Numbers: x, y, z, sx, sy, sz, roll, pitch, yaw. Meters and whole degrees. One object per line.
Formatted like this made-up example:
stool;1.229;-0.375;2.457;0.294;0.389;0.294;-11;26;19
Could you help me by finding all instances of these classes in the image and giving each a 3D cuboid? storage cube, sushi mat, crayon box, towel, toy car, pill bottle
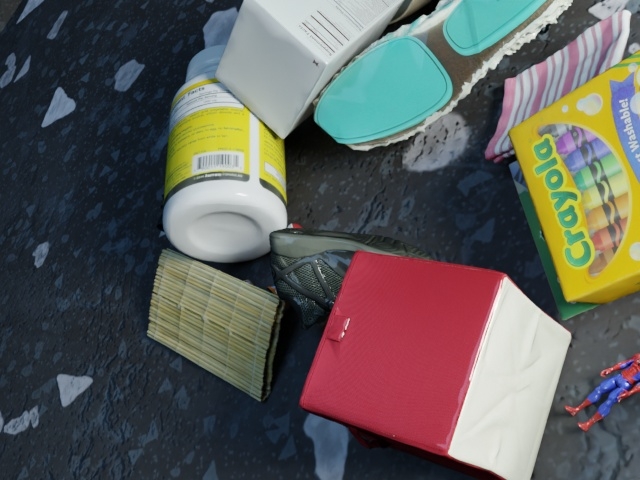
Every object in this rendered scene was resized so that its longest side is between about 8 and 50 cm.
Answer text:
storage cube;0.128;0.136;0.860;0.193;0.184;0.215;9;71;43
sushi mat;-0.169;0.119;1.214;0.316;0.019;0.151;18;100;46
crayon box;0.321;-0.068;0.781;0.323;0.083;0.203;-33;62;41
towel;0.285;-0.185;0.967;0.197;0.029;0.144;-32;30;52
toy car;-0.083;0.072;1.178;0.040;0.060;0.122;-24;41;-31
pill bottle;-0.150;-0.147;1.271;0.188;0.188;0.334;-24;51;28

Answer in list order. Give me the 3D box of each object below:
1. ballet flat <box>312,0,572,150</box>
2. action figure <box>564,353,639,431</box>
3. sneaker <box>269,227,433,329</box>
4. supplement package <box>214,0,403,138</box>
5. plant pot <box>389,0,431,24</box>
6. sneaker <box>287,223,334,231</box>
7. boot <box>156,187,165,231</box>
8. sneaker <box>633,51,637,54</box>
ballet flat;0.182;-0.253;1.102;0.409;0.147;0.147;-33;48;19
action figure;0.306;0.148;0.814;0.115;0.030;0.038;-42;40;11
sneaker;0.039;0.056;1.066;0.228;0.087;0.130;5;102;17
supplement package;-0.019;-0.299;1.174;0.203;0.149;0.194;-46;-2;-34
plant pot;0.139;-0.496;1.213;0.191;0.284;0.284;-25;39;-21
sneaker;0.000;0.000;1.156;0.067;0.042;0.118;-47;51;13
boot;-0.238;-0.069;1.404;0.121;0.045;0.099;-10;56;38
sneaker;0.357;-0.089;0.876;0.153;0.094;0.235;-36;57;36
